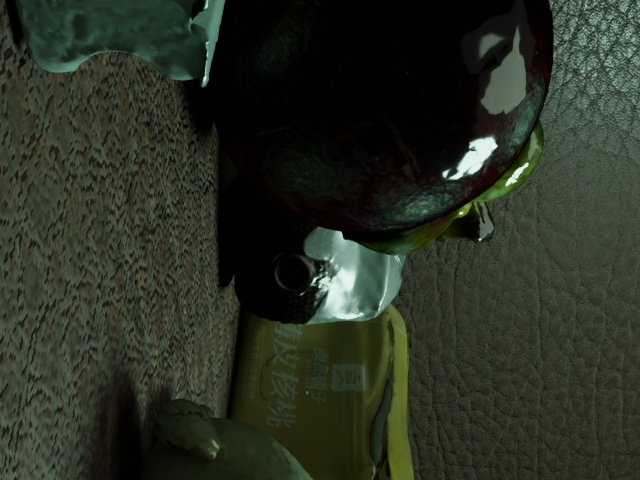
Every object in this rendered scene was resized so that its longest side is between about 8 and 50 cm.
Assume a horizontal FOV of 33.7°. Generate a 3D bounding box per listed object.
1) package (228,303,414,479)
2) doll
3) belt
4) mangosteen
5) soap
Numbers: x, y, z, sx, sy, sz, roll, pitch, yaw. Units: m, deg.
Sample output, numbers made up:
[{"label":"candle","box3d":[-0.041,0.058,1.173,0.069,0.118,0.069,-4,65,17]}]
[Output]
[{"label":"package","box3d":[0.017,0.202,1.164,0.221,0.165,0.311,47,37,-41]},{"label":"doll","box3d":[-0.075,0.218,0.739,0.149,0.175,0.278,-46,171,-18]},{"label":"belt","box3d":[0.000,0.000,1.123,0.289,0.184,0.164,-61,156,-71]},{"label":"mangosteen","box3d":[0.058,-0.149,0.900,0.330,0.330,0.330,2,90,-87]},{"label":"soap","box3d":[-0.077,-0.205,0.495,0.261,0.094,0.150,-85,-179,-49]}]
